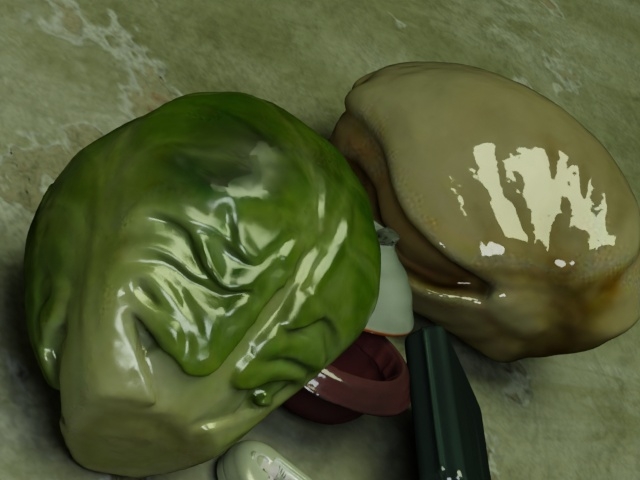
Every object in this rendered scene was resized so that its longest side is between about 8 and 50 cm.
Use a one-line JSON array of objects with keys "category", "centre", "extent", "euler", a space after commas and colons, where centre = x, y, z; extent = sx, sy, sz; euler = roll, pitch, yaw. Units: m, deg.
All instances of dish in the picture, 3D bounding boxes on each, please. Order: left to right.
[{"category": "dish", "centre": [0.000, 0.000, 1.886], "extent": [0.260, 0.085, 0.260], "euler": [26, 13, -6]}]

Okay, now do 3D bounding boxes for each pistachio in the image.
[{"category": "pistachio", "centre": [0.193, -0.039, 2.113], "extent": [0.445, 0.281, 0.365], "euler": [41, 35, 22]}]

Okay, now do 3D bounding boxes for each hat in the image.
[{"category": "hat", "centre": [-0.005, 0.128, 1.803], "extent": [0.205, 0.089, 0.205], "euler": [27, 19, -10]}]

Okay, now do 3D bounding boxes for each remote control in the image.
[{"category": "remote control", "centre": [-0.004, 0.266, 1.690], "extent": [0.221, 0.042, 0.078], "euler": [39, 29, -11]}]

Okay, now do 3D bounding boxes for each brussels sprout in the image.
[{"category": "brussels sprout", "centre": [-0.118, 0.037, 1.600], "extent": [0.289, 0.281, 0.354], "euler": [38, 55, -29]}]

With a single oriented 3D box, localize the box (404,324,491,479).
[{"category": "box", "centre": [0.136, 0.212, 1.851], "extent": [0.230, 0.050, 0.160], "euler": [-94, 163, -50]}]
